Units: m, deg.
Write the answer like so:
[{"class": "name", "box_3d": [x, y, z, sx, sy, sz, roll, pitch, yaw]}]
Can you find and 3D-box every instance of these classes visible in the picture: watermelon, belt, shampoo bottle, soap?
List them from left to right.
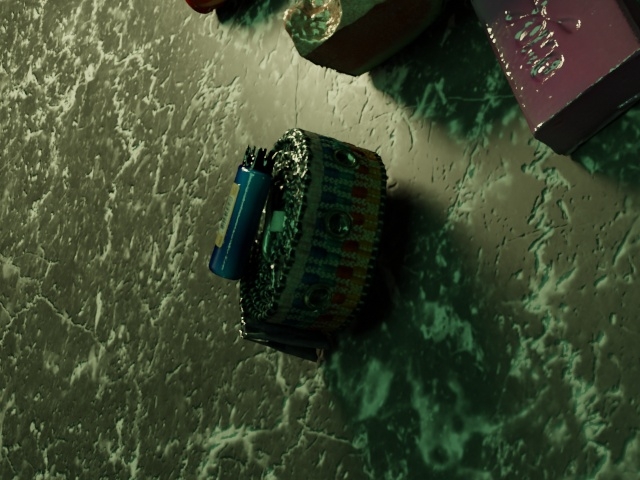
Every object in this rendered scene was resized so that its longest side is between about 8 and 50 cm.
[{"class": "shampoo bottle", "box_3d": [-0.104, -0.040, 1.742, 0.087, 0.050, 0.183, -133, 60, -78]}, {"class": "belt", "box_3d": [0.000, 0.000, 1.754, 0.207, 0.161, 0.295, -33, 48, 58]}, {"class": "watermelon", "box_3d": [0.070, -0.326, 1.801, 0.148, 0.226, 0.318, 63, 157, -3]}, {"class": "soap", "box_3d": [0.310, -0.259, 1.610, 0.181, 0.081, 0.259, -38, 48, 28]}]

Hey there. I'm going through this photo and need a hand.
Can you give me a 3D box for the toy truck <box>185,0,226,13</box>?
[{"class": "toy truck", "box_3d": [-0.214, -0.541, 2.174, 0.189, 0.239, 0.264, -28, 54, 36]}]
